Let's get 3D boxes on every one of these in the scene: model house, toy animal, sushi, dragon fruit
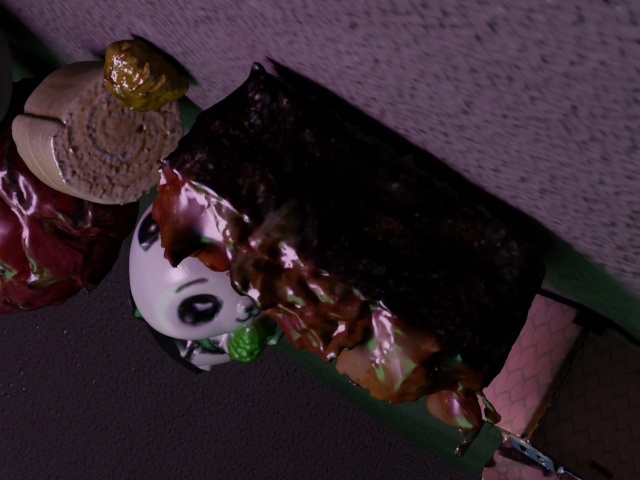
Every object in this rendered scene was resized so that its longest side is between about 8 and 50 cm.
[{"bbox_3d":[0.230,0.168,1.416,0.326,0.169,0.244,32,170,15],"label":"model house"},{"bbox_3d":[-0.119,0.044,1.778,0.212,0.213,0.267,33,163,3],"label":"toy animal"},{"bbox_3d":[0.031,0.015,1.241,0.343,0.182,0.196,36,179,3],"label":"sushi"},{"bbox_3d":[-0.389,-0.058,1.950,0.329,0.329,0.329,32,172,5],"label":"dragon fruit"}]

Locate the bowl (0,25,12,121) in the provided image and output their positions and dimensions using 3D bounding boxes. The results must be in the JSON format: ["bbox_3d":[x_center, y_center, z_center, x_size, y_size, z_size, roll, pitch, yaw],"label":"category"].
[{"bbox_3d":[-0.459,-0.196,1.747,0.157,0.337,0.337,-11,-156,-38],"label":"bowl"}]

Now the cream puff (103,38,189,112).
[{"bbox_3d":[-0.169,-0.152,1.431,0.083,0.058,0.083,32,170,-4],"label":"cream puff"}]

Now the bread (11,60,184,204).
[{"bbox_3d":[-0.230,-0.113,1.571,0.134,0.148,0.141,55,164,-24],"label":"bread"}]
